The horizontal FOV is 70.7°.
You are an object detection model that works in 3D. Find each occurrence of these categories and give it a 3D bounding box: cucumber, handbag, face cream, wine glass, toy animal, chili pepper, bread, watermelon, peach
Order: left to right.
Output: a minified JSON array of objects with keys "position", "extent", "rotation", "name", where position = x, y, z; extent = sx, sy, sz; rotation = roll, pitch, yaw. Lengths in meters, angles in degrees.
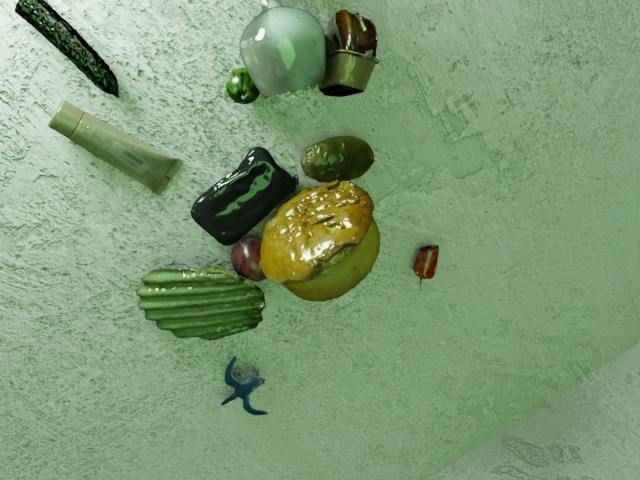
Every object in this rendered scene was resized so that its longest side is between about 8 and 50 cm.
[{"position":[-0.624,-0.486,1.138],"extent":[0.072,0.072,0.300],"rotation":[-40,119,7],"name":"cucumber"},{"position":[-0.571,-0.259,1.269],"extent":[0.341,0.084,0.137],"rotation":[31,107,-35],"name":"face cream"},{"position":[-0.215,-0.427,1.260],"extent":[0.108,0.109,0.109],"rotation":[-6,118,-12],"name":"watermelon"},{"position":[-0.291,0.574,1.718],"extent":[0.176,0.239,0.255],"rotation":[-35,168,-27],"name":"toy animal"},{"position":[-0.236,-0.139,1.416],"extent":[0.332,0.075,0.191],"rotation":[-41,119,6],"name":"handbag"},{"position":[-0.229,0.059,1.487],"extent":[0.151,0.152,0.152],"rotation":[-6,118,-12],"name":"peach"},{"position":[-0.104,-0.541,1.152],"extent":[0.237,0.238,0.323],"rotation":[-19,112,-5],"name":"wine glass"},{"position":[0.000,0.000,1.368],"extent":[0.398,0.398,0.215],"rotation":[-35,129,4],"name":"bread"},{"position":[0.065,-0.509,1.233],"extent":[0.142,0.224,0.212],"rotation":[3,101,-24],"name":"bread"},{"position":[0.396,0.105,1.712],"extent":[0.086,0.084,0.192],"rotation":[6,111,0],"name":"chili pepper"}]

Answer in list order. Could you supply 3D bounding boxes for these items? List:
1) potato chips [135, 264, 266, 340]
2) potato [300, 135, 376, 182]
[{"position":[-0.394,0.220,1.529],"extent":[0.428,0.070,0.359],"rotation":[-4,131,1],"name":"potato chips"},{"position":[0.059,-0.253,1.418],"extent":[0.251,0.113,0.150],"rotation":[-3,118,-14],"name":"potato"}]
